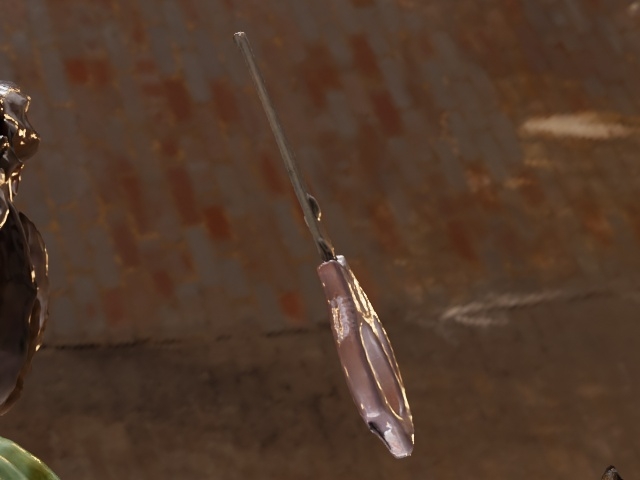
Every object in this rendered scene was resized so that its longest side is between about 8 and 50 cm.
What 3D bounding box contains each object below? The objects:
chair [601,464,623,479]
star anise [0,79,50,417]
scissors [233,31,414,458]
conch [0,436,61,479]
[{"bbox_3d":[0.071,0.225,0.759,0.213,0.174,0.149,-36,-69,-57],"label":"chair"},{"bbox_3d":[-0.143,-0.031,0.516,0.229,0.093,0.236,92,161,-88],"label":"star anise"},{"bbox_3d":[0.000,0.000,0.675,0.100,0.015,0.189,-17,-96,-83],"label":"scissors"},{"bbox_3d":[-0.174,0.176,0.624,0.143,0.251,0.137,37,-155,19],"label":"conch"}]
